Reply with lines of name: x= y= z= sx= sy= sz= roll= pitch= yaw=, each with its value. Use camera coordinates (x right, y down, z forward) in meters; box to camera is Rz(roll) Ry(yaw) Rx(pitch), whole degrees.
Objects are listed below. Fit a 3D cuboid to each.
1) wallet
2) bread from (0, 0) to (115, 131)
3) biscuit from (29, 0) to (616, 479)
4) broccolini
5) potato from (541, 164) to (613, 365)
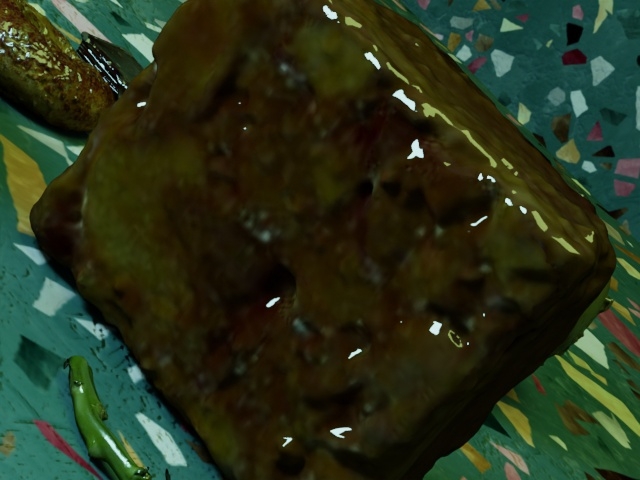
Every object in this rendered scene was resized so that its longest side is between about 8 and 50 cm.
wallet: x=-0.169 y=-0.130 z=1.832 sx=0.232 sy=0.031 sz=0.122 roll=48 pitch=14 yaw=16
bread: x=-0.279 y=-0.182 z=1.668 sx=0.193 sy=0.064 sz=0.193 roll=39 pitch=13 yaw=-11
biscuit: x=0.000 y=0.000 z=1.320 sx=0.395 sy=0.342 sz=0.166 roll=50 pitch=25 yaw=22
broccolini: x=-0.091 y=0.173 z=1.200 sx=0.271 sy=0.062 sz=0.123 roll=48 pitch=8 yaw=31
potato: x=0.182 y=0.028 z=1.890 sx=0.270 sy=0.219 sz=0.359 roll=35 pitch=22 yaw=14
